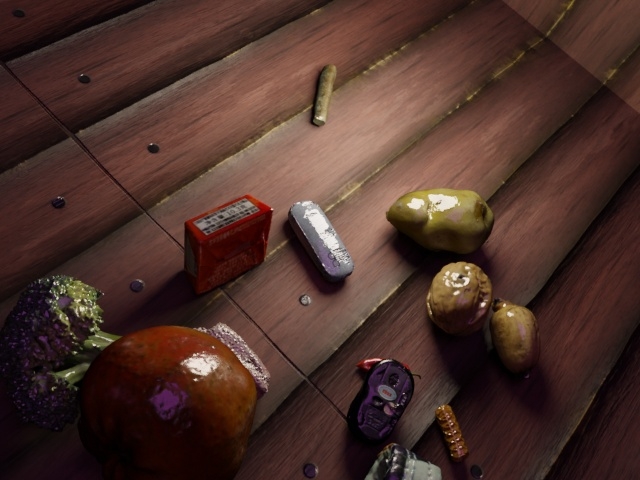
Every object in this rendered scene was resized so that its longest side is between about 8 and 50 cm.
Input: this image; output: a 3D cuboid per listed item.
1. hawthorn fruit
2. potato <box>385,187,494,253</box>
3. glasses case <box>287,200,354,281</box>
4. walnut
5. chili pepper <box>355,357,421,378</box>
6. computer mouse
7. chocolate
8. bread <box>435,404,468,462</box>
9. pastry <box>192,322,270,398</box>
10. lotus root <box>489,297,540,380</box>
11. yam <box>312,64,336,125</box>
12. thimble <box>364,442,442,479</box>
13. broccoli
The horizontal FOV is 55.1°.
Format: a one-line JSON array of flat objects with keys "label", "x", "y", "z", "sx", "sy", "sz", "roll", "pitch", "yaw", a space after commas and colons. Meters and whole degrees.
[{"label": "hawthorn fruit", "x": -0.314, "y": 0.377, "z": 1.364, "sx": 0.403, "sy": 0.403, "sz": 0.402, "roll": 8, "pitch": 59, "yaw": -14}, {"label": "potato", "x": 0.381, "y": -0.072, "z": 1.954, "sx": 0.351, "sy": 0.202, "sz": 0.218, "roll": 9, "pitch": 47, "yaw": -5}, {"label": "glasses case", "x": 0.000, "y": 0.000, "z": 1.862, "sx": 0.109, "sy": 0.067, "sz": 0.282, "roll": -21, "pitch": 71, "yaw": -30}, {"label": "walnut", "x": 0.414, "y": 0.173, "z": 1.828, "sx": 0.198, "sy": 0.198, "sz": 0.245, "roll": 26, "pitch": 55, "yaw": -3}, {"label": "chili pepper", "x": 0.194, "y": 0.363, "z": 1.724, "sx": 0.191, "sy": 0.050, "sz": 0.059, "roll": 10, "pitch": 74, "yaw": -4}, {"label": "computer mouse", "x": 0.157, "y": 0.430, "z": 1.643, "sx": 0.137, "sy": 0.096, "sz": 0.233, "roll": 33, "pitch": 70, "yaw": 2}, {"label": "chocolate", "x": -0.258, "y": 0.005, "z": 1.678, "sx": 0.237, "sy": 0.234, "sz": 0.108, "roll": -27, "pitch": 61, "yaw": -29}, {"label": "bread", "x": 0.360, "y": 0.530, "z": 1.686, "sx": 0.052, "sy": 0.044, "sz": 0.157, "roll": -10, "pitch": 63, "yaw": -17}, {"label": "pastry", "x": -0.236, "y": 0.299, "z": 1.589, "sx": 0.265, "sy": 0.103, "sz": 0.112, "roll": 34, "pitch": 49, "yaw": 1}, {"label": "lotus root", "x": 0.593, "y": 0.290, "z": 1.854, "sx": 0.154, "sy": 0.140, "sz": 0.256, "roll": 17, "pitch": 58, "yaw": -58}, {"label": "yam", "x": 0.014, "y": -0.516, "z": 2.176, "sx": 0.061, "sy": 0.061, "sz": 0.274, "roll": 15, "pitch": 58, "yaw": -10}, {"label": "thimble", "x": 0.179, "y": 0.621, "z": 1.473, "sx": 0.150, "sy": 0.237, "sz": 0.237, "roll": 29, "pitch": 56, "yaw": 3}, {"label": "broccoli", "x": -0.586, "y": 0.242, "z": 1.414, "sx": 0.302, "sy": 0.249, "sz": 0.375, "roll": 2, "pitch": 55, "yaw": -15}]
